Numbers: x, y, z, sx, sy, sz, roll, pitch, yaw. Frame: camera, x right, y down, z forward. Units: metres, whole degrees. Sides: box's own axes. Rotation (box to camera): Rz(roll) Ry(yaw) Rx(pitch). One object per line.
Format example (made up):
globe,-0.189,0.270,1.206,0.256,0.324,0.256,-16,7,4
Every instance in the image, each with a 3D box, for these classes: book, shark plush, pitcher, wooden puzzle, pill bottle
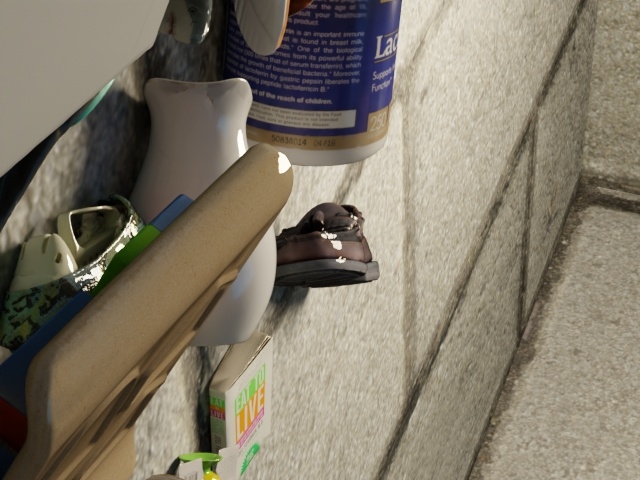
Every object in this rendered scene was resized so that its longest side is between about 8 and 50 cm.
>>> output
book,-0.084,0.174,1.633,0.096,0.035,0.144,-55,154,-45
shark plush,-0.092,-0.200,1.241,0.161,0.067,0.073,-54,152,-54
pitcher,-0.097,-0.025,1.298,0.178,0.125,0.207,-64,154,-87
wooden puzzle,-0.170,0.115,1.069,0.348,0.080,0.322,-60,174,38
pill bottle,-0.005,-0.209,1.377,0.153,0.153,0.264,-47,146,-60

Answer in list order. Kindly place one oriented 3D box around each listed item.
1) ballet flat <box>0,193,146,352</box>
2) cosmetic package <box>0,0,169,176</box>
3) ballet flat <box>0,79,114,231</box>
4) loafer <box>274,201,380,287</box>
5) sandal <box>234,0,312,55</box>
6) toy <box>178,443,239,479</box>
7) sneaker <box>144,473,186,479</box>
ballet flat,-0.182,0.016,1.139,0.188,0.070,0.070,-49,148,-62
cosmetic package,-0.198,-0.123,0.669,0.230,0.161,0.453,-64,174,36
ballet flat,-0.194,-0.082,0.951,0.280,0.095,0.096,-66,149,-34
loafer,0.000,0.000,1.691,0.302,0.109,0.095,18,65,-80
sandal,-0.026,-0.261,1.211,0.102,0.076,0.265,119,-31,-55
toy,-0.130,0.319,1.535,0.137,0.056,0.237,-5,102,-70
sneaker,-0.157,0.220,1.267,0.067,0.118,0.042,-44,118,-57
